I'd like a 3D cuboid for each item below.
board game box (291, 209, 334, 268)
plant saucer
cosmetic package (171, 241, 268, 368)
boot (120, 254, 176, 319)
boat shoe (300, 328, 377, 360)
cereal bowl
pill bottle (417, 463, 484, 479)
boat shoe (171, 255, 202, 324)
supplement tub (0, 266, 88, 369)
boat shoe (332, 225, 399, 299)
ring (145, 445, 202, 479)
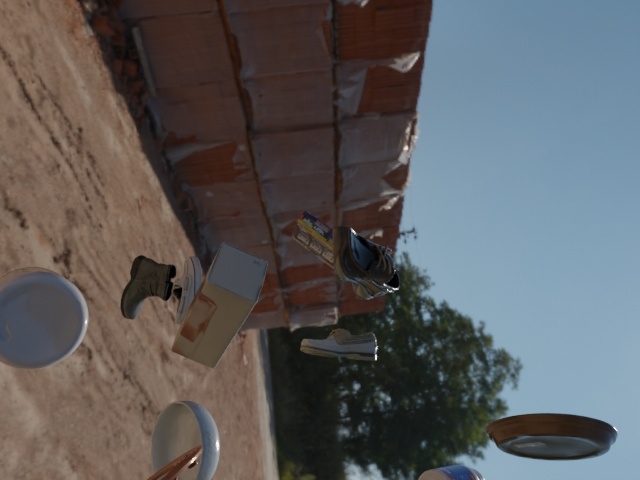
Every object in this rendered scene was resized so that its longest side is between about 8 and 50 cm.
[{"bbox_3d":[0.000,0.000,1.588,0.048,0.170,0.141,-52,177,-23],"label":"board game box"},{"bbox_3d":[0.519,0.451,1.201,0.278,0.277,0.041,91,6,-57],"label":"plant saucer"},{"bbox_3d":[-0.257,0.168,1.338,0.296,0.129,0.153,-56,-166,35],"label":"cosmetic package"},{"bbox_3d":[-0.601,0.183,1.863,0.083,0.161,0.247,-3,111,-69],"label":"boot"},{"bbox_3d":[0.067,0.369,1.908,0.113,0.302,0.103,-18,-116,59],"label":"boat shoe"},{"bbox_3d":[-0.480,0.763,1.962,0.339,0.141,0.339,-13,-109,43],"label":"cereal bowl"},{"bbox_3d":[0.385,0.715,1.532,0.124,0.221,0.124,-13,-110,41],"label":"pill bottle"},{"bbox_3d":[-0.432,0.158,1.699,0.096,0.088,0.268,123,-34,-46],"label":"boat shoe"},{"bbox_3d":[-0.762,0.193,1.408,0.331,0.241,0.241,1,-81,59],"label":"supplement tub"},{"bbox_3d":[0.123,0.049,1.351,0.355,0.130,0.132,47,36,-62],"label":"boat shoe"},{"bbox_3d":[-0.366,0.514,1.020,0.032,0.336,0.336,55,-9,5],"label":"ring"}]
